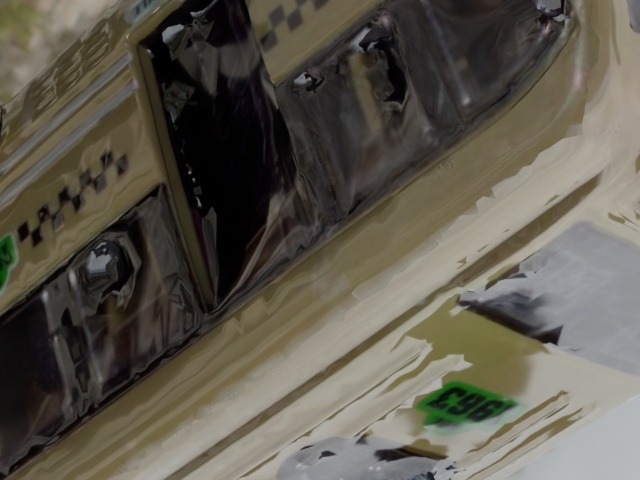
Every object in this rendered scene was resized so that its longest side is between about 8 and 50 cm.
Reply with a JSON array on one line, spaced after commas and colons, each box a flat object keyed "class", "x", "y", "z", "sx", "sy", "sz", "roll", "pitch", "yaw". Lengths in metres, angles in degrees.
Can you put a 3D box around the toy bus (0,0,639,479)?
[{"class": "toy bus", "x": 0.000, "y": 0.000, "z": 0.478, "sx": 0.289, "sy": 0.157, "sz": 0.139, "roll": -36, "pitch": 143, "yaw": 28}]
